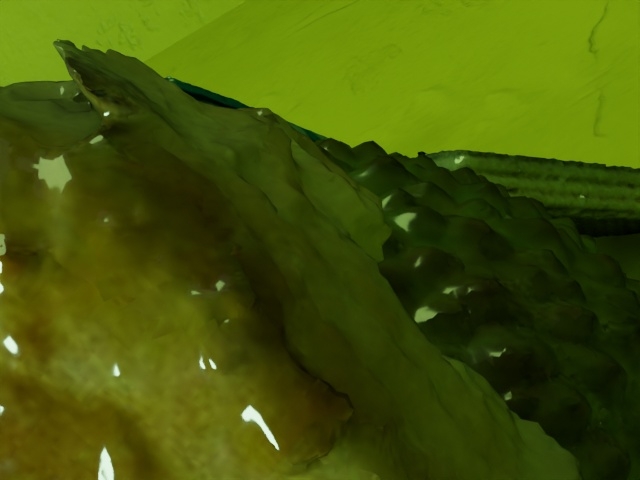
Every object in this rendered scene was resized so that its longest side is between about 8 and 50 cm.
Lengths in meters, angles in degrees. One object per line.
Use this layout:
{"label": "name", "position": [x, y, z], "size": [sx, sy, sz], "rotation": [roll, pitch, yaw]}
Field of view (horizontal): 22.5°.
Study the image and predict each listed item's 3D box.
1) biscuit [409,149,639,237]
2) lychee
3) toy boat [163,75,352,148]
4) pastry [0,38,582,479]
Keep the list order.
{"label": "biscuit", "position": [0.118, -0.024, 0.901], "size": [0.199, 0.041, 0.121], "rotation": [3, -7, -34]}
{"label": "lychee", "position": [-0.015, 0.089, 0.611], "size": [0.320, 0.270, 0.270], "rotation": [16, 38, 19]}
{"label": "toy boat", "position": [0.000, 0.000, 0.780], "size": [0.134, 0.299, 0.092], "rotation": [-51, 38, 23]}
{"label": "pastry", "position": [-0.066, 0.080, 0.415], "size": [0.236, 0.257, 0.121], "rotation": [-42, 10, 20]}
